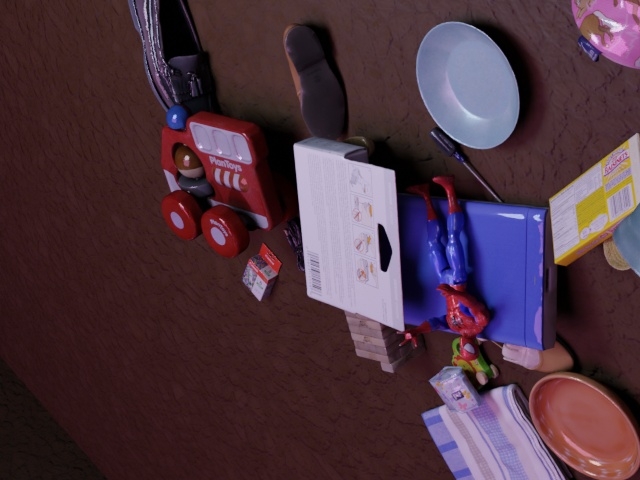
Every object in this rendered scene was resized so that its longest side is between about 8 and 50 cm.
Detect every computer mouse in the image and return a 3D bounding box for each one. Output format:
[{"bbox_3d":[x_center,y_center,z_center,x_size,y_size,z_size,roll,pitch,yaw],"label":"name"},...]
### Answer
[{"bbox_3d":[0.000,0.000,2.169,0.193,0.042,0.106,-13,99,61],"label":"computer mouse"}]

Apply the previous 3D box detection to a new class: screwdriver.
[{"bbox_3d":[0.231,-0.112,1.812,0.170,0.025,0.024,44,143,8],"label":"screwdriver"}]

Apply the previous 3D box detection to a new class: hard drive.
[{"bbox_3d":[0.224,0.041,1.835,0.318,0.040,0.210,8,102,45],"label":"hard drive"}]

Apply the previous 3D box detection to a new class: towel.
[{"bbox_3d":[0.301,0.365,2.054,0.209,0.034,0.285,61,146,1],"label":"towel"}]

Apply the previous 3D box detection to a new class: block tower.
[{"bbox_3d":[0.087,0.059,2.054,0.097,0.091,0.335,8,120,51],"label":"block tower"}]

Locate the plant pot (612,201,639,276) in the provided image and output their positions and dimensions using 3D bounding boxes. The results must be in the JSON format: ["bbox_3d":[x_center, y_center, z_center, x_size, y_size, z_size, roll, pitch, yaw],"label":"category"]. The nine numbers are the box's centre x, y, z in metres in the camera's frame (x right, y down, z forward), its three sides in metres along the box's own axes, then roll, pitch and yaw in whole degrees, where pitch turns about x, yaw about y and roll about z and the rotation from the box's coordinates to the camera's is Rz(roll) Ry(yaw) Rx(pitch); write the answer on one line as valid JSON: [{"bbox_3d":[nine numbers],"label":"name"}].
[{"bbox_3d":[0.508,-0.009,1.325,0.293,0.293,0.196,41,115,26],"label":"plant pot"}]

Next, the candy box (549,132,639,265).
[{"bbox_3d":[0.380,-0.052,1.600,0.206,0.027,0.105,136,143,-56],"label":"candy box"}]

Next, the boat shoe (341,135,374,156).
[{"bbox_3d":[0.057,-0.146,1.980,0.135,0.045,0.050,-24,87,60],"label":"boat shoe"}]

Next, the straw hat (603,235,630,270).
[{"bbox_3d":[0.437,-0.022,1.557,0.144,0.061,0.144,-163,90,-71],"label":"straw hat"}]

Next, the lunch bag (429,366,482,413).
[{"bbox_3d":[0.232,0.253,2.000,0.071,0.053,0.083,56,158,-8],"label":"lunch bag"}]

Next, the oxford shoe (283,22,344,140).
[{"bbox_3d":[-0.011,-0.266,1.977,0.076,0.076,0.212,-121,14,-66],"label":"oxford shoe"}]

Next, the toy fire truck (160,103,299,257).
[{"bbox_3d":[-0.190,-0.130,2.181,0.302,0.169,0.254,20,134,42],"label":"toy fire truck"}]

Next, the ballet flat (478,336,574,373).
[{"bbox_3d":[0.292,0.153,1.871,0.232,0.073,0.080,35,138,32],"label":"ballet flat"}]

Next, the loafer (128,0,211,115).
[{"bbox_3d":[-0.271,-0.356,2.202,0.095,0.109,0.303,-10,103,50],"label":"loafer"}]

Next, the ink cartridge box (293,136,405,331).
[{"bbox_3d":[0.062,-0.014,1.893,0.239,0.060,0.275,18,120,45],"label":"ink cartridge box"}]

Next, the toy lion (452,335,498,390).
[{"bbox_3d":[0.253,0.208,2.005,0.100,0.034,0.096,64,154,-5],"label":"toy lion"}]

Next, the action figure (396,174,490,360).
[{"bbox_3d":[0.172,0.051,1.768,0.091,0.139,0.280,-19,85,47],"label":"action figure"}]

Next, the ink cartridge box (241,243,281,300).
[{"bbox_3d":[-0.119,0.064,2.376,0.063,0.029,0.115,48,144,19],"label":"ink cartridge box"}]

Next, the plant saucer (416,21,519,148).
[{"bbox_3d":[0.222,-0.229,1.712,0.195,0.037,0.195,32,136,36],"label":"plant saucer"}]

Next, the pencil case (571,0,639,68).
[{"bbox_3d":[0.390,-0.376,1.284,0.160,0.167,0.386,-99,13,-46],"label":"pencil case"}]

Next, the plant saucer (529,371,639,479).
[{"bbox_3d":[0.416,0.283,1.827,0.200,0.037,0.200,31,141,29],"label":"plant saucer"}]
